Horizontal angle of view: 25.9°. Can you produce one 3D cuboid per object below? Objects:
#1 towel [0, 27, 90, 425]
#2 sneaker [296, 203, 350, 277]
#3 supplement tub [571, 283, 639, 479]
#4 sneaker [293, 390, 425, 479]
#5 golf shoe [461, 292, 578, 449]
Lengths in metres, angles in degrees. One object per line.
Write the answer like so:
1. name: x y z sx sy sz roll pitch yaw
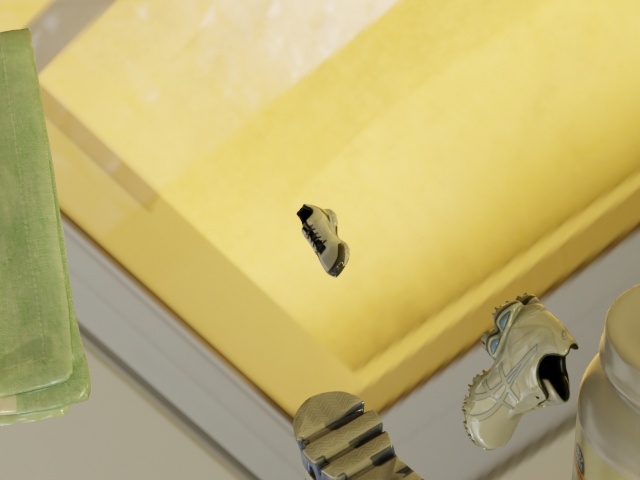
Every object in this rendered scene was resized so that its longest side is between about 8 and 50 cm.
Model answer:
1. towel: -0.319 0.010 0.841 0.325 0.247 0.038 -10 174 -11
2. sneaker: 0.000 0.000 1.536 0.040 0.044 0.109 -52 -145 23
3. supplement tub: 0.341 0.216 1.231 0.235 0.324 0.235 -1 -151 1
4. sneaker: 0.074 0.340 1.627 0.127 0.315 0.182 -24 147 -19
5. golf shoe: 0.183 0.137 1.267 0.069 0.176 0.086 -26 -132 -36
